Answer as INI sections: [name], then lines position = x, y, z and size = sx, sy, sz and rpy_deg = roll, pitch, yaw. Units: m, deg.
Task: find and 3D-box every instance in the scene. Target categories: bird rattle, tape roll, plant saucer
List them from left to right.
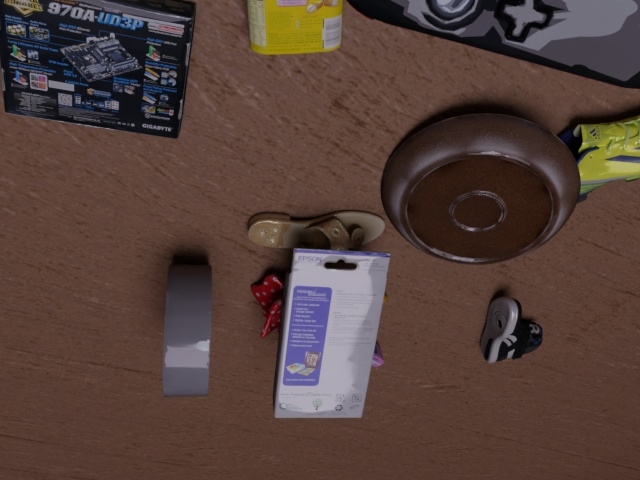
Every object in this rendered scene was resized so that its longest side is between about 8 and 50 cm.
[tape roll]
position = -0.222, 0.150, 0.974
size = 0.072, 0.219, 0.219
rpy_deg = 2, 133, -11
[bird rattle]
position = 0.007, 0.118, 1.089
size = 0.207, 0.143, 0.253
rpy_deg = -44, 114, 13
[plant saucer]
position = 0.249, -0.058, 0.923
size = 0.310, 0.050, 0.311
rpy_deg = 7, 138, 6

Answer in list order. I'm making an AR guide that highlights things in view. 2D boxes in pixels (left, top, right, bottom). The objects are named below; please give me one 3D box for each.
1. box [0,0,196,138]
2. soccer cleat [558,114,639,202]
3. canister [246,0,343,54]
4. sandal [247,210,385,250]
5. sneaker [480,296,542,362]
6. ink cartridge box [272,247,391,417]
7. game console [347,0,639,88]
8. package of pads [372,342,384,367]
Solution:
[box]
position = -0.277, -0.227, 0.722
size = 0.220, 0.051, 0.175
rpy_deg = 6, 132, -16
[soccer cleat]
position = 0.456, -0.149, 0.904
size = 0.289, 0.093, 0.121
rpy_deg = -27, 130, 16
[canister]
position = -0.031, -0.310, 0.674
size = 0.126, 0.073, 0.170
rpy_deg = -5, 135, -6
[sandal]
position = -0.001, 0.005, 0.974
size = 0.239, 0.079, 0.088
rpy_deg = 2, 133, -12
[sneaker]
position = 0.419, 0.179, 1.228
size = 0.121, 0.079, 0.217
rpy_deg = -9, 142, -7
[ink cartridge box]
position = 0.013, 0.156, 0.997
size = 0.165, 0.065, 0.333
rpy_deg = 4, 113, -10
[game console]
position = 0.202, -0.340, 0.452
size = 0.341, 0.060, 0.387
rpy_deg = 17, 125, 2
[package of pads]
position = 0.096, 0.231, 1.227
size = 0.083, 0.050, 0.032
rpy_deg = 32, 115, -34
